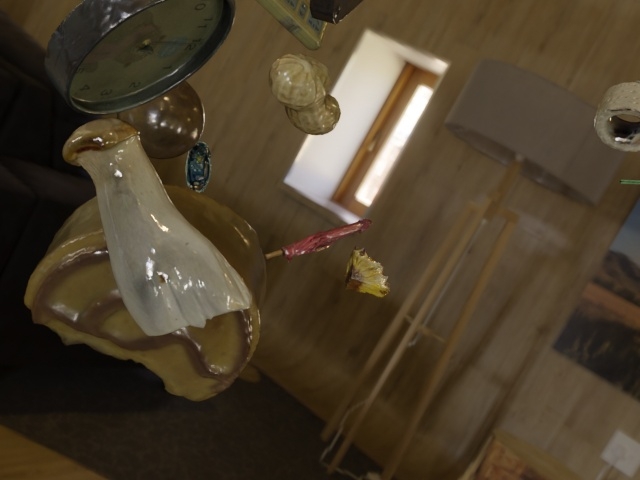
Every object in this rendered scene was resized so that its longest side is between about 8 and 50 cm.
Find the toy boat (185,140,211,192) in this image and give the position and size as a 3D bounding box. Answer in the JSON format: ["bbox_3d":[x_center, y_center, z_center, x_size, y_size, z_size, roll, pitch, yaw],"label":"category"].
[{"bbox_3d":[-0.288,-0.170,1.877,0.060,0.137,0.061,2,-17,0],"label":"toy boat"}]

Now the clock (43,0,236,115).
[{"bbox_3d":[-0.241,-0.274,1.099,0.055,0.280,0.280,56,11,8],"label":"clock"}]

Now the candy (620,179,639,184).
[{"bbox_3d":[0.683,-0.109,1.531,0.202,0.061,0.061,4,-4,24],"label":"candy"}]

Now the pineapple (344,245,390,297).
[{"bbox_3d":[0.104,0.084,1.907,0.116,0.069,0.137,-27,61,-37],"label":"pineapple"}]

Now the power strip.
[{"bbox_3d":[-0.124,-0.629,1.992,0.066,0.092,0.387,-17,-43,44],"label":"power strip"}]

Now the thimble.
[{"bbox_3d":[0.549,-0.217,1.412,0.115,0.090,0.102,5,-47,26],"label":"thimble"}]

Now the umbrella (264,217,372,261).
[{"bbox_3d":[0.000,0.000,1.097,0.165,0.027,0.025,-20,29,-21],"label":"umbrella"}]

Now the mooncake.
[{"bbox_3d":[-0.297,0.099,1.409,0.394,0.393,0.246,1,38,0],"label":"mooncake"}]

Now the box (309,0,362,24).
[{"bbox_3d":[0.076,-0.564,1.517,0.058,0.211,0.350,17,40,15],"label":"box"}]

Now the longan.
[{"bbox_3d":[-0.308,-0.244,1.545,0.167,0.167,0.187,25,48,-31],"label":"longan"}]

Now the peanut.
[{"bbox_3d":[-0.027,-0.333,1.841,0.120,0.136,0.298,60,3,24],"label":"peanut"}]

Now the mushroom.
[{"bbox_3d":[-0.236,-0.018,1.118,0.122,0.159,0.328,-14,-78,62],"label":"mushroom"}]
